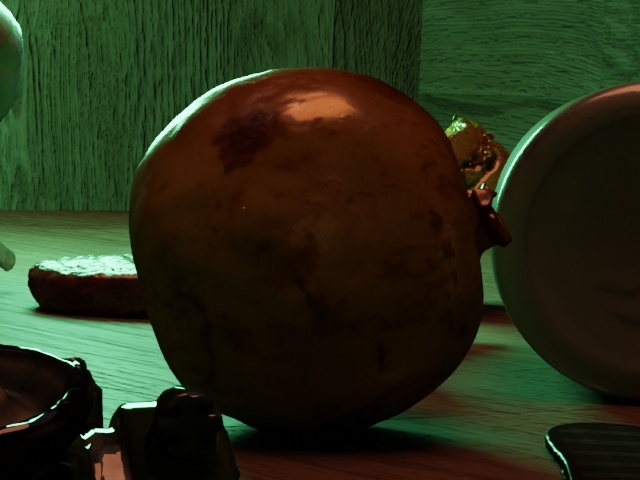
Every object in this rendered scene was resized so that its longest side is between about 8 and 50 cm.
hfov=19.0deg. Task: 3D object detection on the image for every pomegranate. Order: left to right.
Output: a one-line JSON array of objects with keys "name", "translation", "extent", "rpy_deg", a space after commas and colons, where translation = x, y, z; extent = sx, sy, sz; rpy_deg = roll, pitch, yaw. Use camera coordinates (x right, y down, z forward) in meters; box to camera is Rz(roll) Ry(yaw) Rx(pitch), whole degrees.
[{"name": "pomegranate", "translation": [0.000, 0.000, 1.065], "extent": [0.215, 0.215, 0.215], "rpy_deg": [2, 3, 0]}]

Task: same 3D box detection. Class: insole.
[{"name": "insole", "translation": [0.169, 0.117, 0.909], "extent": [0.110, 0.012, 0.309], "rpy_deg": [1, 4, -2]}]

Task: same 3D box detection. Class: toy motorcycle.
[{"name": "toy motorcycle", "translation": [-0.141, 0.065, 0.608], "extent": [0.205, 0.127, 0.275], "rpy_deg": [-2, 7, -14]}]

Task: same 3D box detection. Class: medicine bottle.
[{"name": "medicine bottle", "translation": [0.225, -0.008, 1.374], "extent": [0.208, 0.208, 0.339], "rpy_deg": [3, 3, 5]}]

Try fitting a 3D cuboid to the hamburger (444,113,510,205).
[{"name": "hamburger", "translation": [0.101, -0.028, 1.853], "extent": [0.108, 0.214, 0.214], "rpy_deg": [43, 2, -3]}]

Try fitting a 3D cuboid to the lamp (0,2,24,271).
[{"name": "lamp", "translation": [-0.382, -0.081, 1.840], "extent": [0.247, 0.301, 0.247], "rpy_deg": [-15, -46, 31]}]

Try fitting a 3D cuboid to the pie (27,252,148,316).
[{"name": "pie", "translation": [-0.171, 0.037, 1.707], "extent": [0.182, 0.050, 0.182], "rpy_deg": [0, 4, 0]}]
